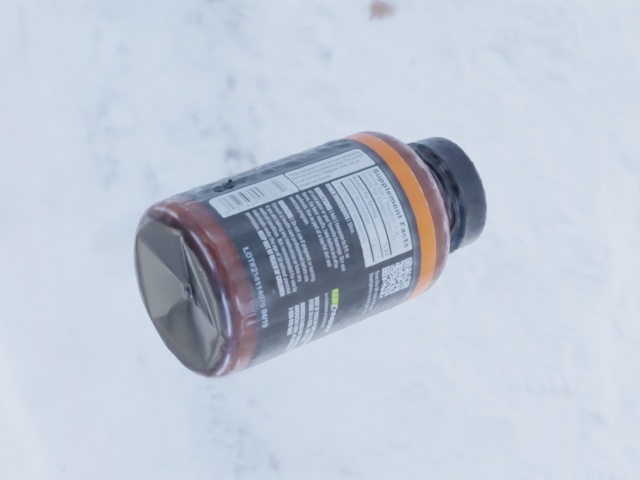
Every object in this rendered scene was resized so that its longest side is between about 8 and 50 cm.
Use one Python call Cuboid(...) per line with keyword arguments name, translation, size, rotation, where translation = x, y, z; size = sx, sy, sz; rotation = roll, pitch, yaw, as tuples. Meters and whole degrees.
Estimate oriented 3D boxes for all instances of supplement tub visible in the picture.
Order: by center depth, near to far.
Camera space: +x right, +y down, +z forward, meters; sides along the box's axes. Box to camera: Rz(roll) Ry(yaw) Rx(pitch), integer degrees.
Cuboid(name="supplement tub", translation=(0.000, 0.000, 0.860), size=(0.106, 0.198, 0.106), rotation=(33, 134, 44))
